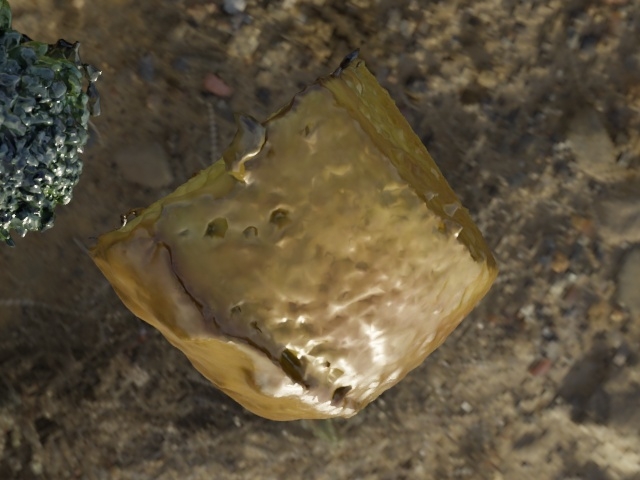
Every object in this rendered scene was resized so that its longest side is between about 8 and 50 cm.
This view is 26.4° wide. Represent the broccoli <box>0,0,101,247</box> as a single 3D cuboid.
[{"bbox_3d":[-0.307,-0.117,1.029,0.177,0.275,0.198,-48,159,-52],"label":"broccoli"}]

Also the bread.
[{"bbox_3d":[0.000,0.000,0.592,0.143,0.229,0.139,-43,93,12],"label":"bread"}]
